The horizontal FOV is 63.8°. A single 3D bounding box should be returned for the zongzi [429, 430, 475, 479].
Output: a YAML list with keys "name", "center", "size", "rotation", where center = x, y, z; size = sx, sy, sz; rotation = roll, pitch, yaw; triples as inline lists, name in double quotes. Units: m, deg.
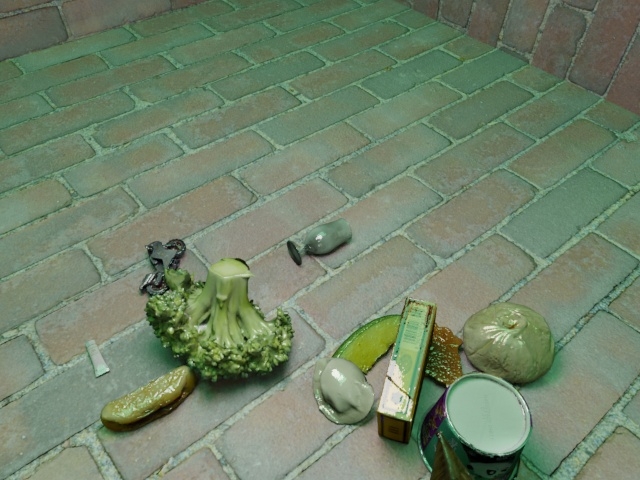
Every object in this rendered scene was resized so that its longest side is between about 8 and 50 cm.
- name: "zongzi"
  center: [0.236, 0.558, 1.065]
  size: [0.221, 0.112, 0.242]
  rotation: [-33, 99, -22]

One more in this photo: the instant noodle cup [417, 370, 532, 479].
- name: "instant noodle cup"
  center: [0.364, 0.437, 1.191]
  size: [0.251, 0.190, 0.251]
  rotation: [1, 47, -1]

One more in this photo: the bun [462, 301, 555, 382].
- name: "bun"
  center: [0.513, 0.267, 1.384]
  size: [0.244, 0.153, 0.243]
  rotation: [0, 52, 0]

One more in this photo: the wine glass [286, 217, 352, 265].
- name: "wine glass"
  center: [0.000, 0.000, 1.652]
  size: [0.202, 0.093, 0.093]
  rotation: [-27, 53, -21]

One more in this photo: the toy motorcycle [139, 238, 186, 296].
- name: "toy motorcycle"
  center: [-0.498, 0.074, 1.579]
  size: [0.123, 0.080, 0.215]
  rotation: [8, 52, 6]

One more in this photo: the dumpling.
- name: "dumpling"
  center: [0.049, 0.378, 1.306]
  size: [0.176, 0.092, 0.150]
  rotation: [35, 76, 8]

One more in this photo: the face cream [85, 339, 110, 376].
- name: "face cream"
  center: [-0.605, 0.317, 1.390]
  size: [0.038, 0.020, 0.115]
  rotation: [-25, 55, -23]

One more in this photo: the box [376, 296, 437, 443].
- name: "box"
  center: [0.214, 0.318, 1.265]
  size: [0.084, 0.192, 0.301]
  rotation: [11, 57, 16]

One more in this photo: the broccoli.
- name: "broccoli"
  center: [-0.267, 0.205, 1.332]
  size: [0.339, 0.317, 0.277]
  rotation: [0, 22, 37]

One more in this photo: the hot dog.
- name: "hot dog"
  center: [-0.417, 0.401, 1.277]
  size: [0.243, 0.084, 0.073]
  rotation: [-24, 56, -23]

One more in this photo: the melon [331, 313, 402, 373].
- name: "melon"
  center: [0.153, 0.273, 1.413]
  size: [0.262, 0.053, 0.114]
  rotation: [-32, 68, -16]

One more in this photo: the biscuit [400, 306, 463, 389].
- name: "biscuit"
  center: [0.298, 0.295, 1.420]
  size: [0.183, 0.043, 0.280]
  rotation: [-19, 46, -15]
